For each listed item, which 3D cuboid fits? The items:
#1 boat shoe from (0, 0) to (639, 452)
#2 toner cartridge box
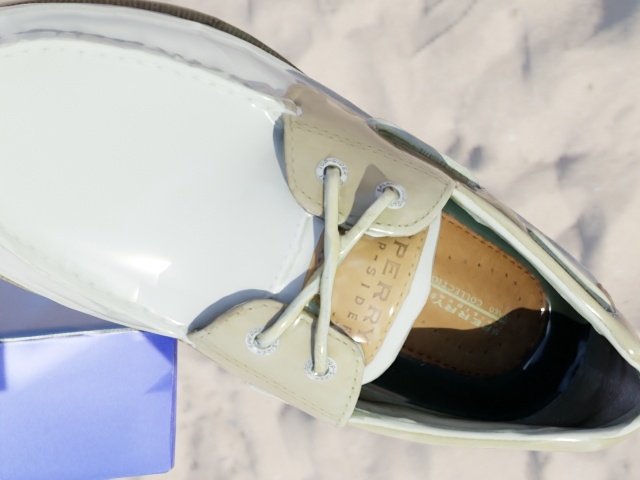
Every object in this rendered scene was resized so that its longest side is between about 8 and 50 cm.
[{"bbox_3d":[0.000,0.000,0.534,0.103,0.302,0.113,30,99,54],"label":"boat shoe"},{"bbox_3d":[-0.187,0.006,0.786,0.348,0.165,0.075,-128,39,-60],"label":"toner cartridge box"}]
